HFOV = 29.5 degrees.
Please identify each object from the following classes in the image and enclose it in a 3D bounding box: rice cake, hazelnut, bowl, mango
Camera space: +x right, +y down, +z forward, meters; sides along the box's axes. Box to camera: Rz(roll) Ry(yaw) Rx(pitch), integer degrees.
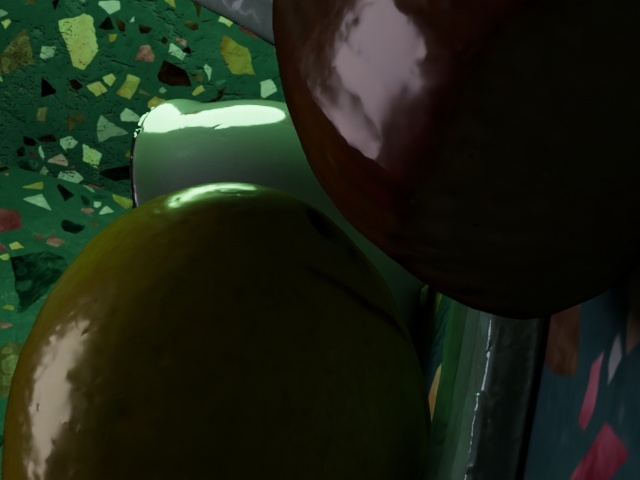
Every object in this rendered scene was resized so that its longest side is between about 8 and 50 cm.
[{"bbox_3d":[0.087,0.096,0.691,0.124,0.038,0.211,118,166,-75],"label":"rice cake"},{"bbox_3d":[0.064,-0.068,0.511,0.210,0.210,0.186,108,179,-45],"label":"hazelnut"},{"bbox_3d":[0.000,0.000,1.061,0.157,0.345,0.345,-25,28,21],"label":"bowl"},{"bbox_3d":[-0.057,0.189,0.746,0.301,0.221,0.445,16,-109,-51],"label":"mango"}]

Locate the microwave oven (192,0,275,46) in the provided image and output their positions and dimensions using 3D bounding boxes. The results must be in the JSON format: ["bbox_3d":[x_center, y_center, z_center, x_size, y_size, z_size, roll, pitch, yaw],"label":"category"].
[{"bbox_3d":[0.050,-0.313,0.809,0.286,0.218,0.355,33,119,41],"label":"microwave oven"}]
